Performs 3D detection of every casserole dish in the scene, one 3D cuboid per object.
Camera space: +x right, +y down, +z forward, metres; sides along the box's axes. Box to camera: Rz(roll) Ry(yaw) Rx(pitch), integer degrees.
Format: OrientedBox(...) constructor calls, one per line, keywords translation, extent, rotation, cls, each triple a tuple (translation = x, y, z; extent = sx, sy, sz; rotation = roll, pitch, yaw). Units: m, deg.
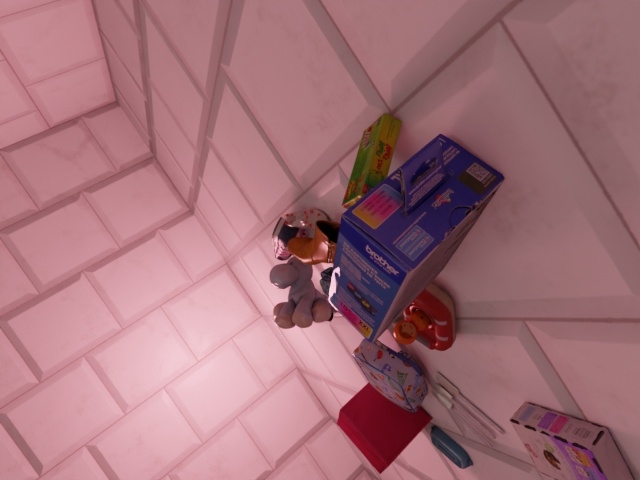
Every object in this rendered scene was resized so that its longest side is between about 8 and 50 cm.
OrientedBox(translation=(0.480, 0.778, 1.521), extent=(0.188, 0.037, 0.114), rotation=(31, 147, 47), cls="casserole dish")

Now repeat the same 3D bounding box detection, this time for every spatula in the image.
OrientedBox(translation=(0.450, 0.531, 1.267), extent=(0.242, 0.019, 0.168), rotation=(38, 147, 34), cls="spatula")

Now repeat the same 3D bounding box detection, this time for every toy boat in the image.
OrientedBox(translation=(0.248, 0.206, 1.039), extent=(0.151, 0.151, 0.231), rotation=(30, 147, 46), cls="toy boat")

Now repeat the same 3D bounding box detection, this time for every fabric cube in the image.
OrientedBox(translation=(0.248, 0.727, 1.634), extent=(0.258, 0.254, 0.259), rotation=(42, 154, 25), cls="fabric cube")

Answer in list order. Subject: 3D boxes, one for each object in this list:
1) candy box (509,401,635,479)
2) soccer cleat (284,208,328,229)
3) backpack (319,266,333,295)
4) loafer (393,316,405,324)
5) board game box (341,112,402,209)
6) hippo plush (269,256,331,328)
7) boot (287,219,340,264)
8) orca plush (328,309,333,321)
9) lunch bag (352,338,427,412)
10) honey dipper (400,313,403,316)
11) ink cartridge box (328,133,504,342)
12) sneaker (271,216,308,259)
OrientedBox(translation=(0.552, 0.468, 0.900), extent=(0.165, 0.070, 0.196), rotation=(59, 157, -9), cls="candy box")
OrientedBox(translation=(-0.038, -0.069, 1.365), extent=(0.196, 0.076, 0.068), rotation=(4, 86, 45), cls="soccer cleat")
OrientedBox(translation=(0.046, 0.151, 1.460), extent=(0.114, 0.084, 0.105), rotation=(26, 142, 55), cls="backpack")
OrientedBox(translation=(0.213, 0.240, 1.289), extent=(0.125, 0.045, 0.039), rotation=(25, 157, 32), cls="loafer")
OrientedBox(translation=(0.102, -0.152, 0.814), extent=(0.043, 0.181, 0.092), rotation=(22, 164, -16), cls="board game box")
OrientedBox(translation=(-0.063, 0.176, 1.525), extent=(0.234, 0.294, 0.236), rotation=(4, 110, 59), cls="hippo plush")
OrientedBox(translation=(0.000, 0.001, 1.283), extent=(0.295, 0.104, 0.211), rotation=(22, 152, 26), cls="boot")
OrientedBox(translation=(-0.022, 0.284, 1.826), extent=(0.151, 0.102, 0.287), rotation=(13, 176, -14), cls="orca plush")
OrientedBox(translation=(0.236, 0.455, 1.399), extent=(0.243, 0.115, 0.303), rotation=(26, 153, 39), cls="lunch bag")
OrientedBox(translation=(0.200, 0.195, 1.285), extent=(0.161, 0.030, 0.030), rotation=(28, 145, 52), cls="honey dipper")
OrientedBox(translation=(0.164, -0.005, 0.760), extent=(0.151, 0.270, 0.395), rotation=(42, 154, 18), cls="ink cartridge box")
OrientedBox(translation=(-0.109, 0.021, 1.576), extent=(0.131, 0.112, 0.319), rotation=(21, 163, 6), cls="sneaker")
